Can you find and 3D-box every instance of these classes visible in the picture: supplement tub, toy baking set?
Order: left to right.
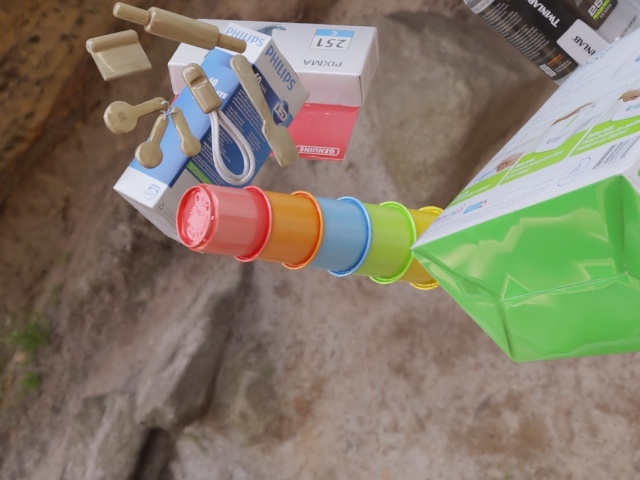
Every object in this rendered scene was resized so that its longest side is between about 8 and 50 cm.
[{"bbox_3d":[-0.143,-0.163,1.144,0.030,0.256,0.196,-24,64,54],"label":"toy baking set"},{"bbox_3d":[0.222,-0.246,1.008,0.117,0.190,0.117,-50,9,11],"label":"supplement tub"}]

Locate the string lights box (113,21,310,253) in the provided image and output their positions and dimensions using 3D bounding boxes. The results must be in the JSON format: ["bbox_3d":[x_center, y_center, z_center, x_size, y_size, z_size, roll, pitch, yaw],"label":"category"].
[{"bbox_3d":[-0.130,-0.128,1.278,0.077,0.133,0.259,25,76,32],"label":"string lights box"}]

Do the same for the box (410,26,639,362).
[{"bbox_3d":[0.217,-0.049,0.659,0.231,0.127,0.262,-45,7,-21],"label":"box"}]

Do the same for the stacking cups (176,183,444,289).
[{"bbox_3d":[0.000,0.000,1.032,0.096,0.316,0.096,-6,82,51],"label":"stacking cups"}]

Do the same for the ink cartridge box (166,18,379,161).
[{"bbox_3d":[-0.081,-0.230,1.493,0.261,0.296,0.066,-72,-18,-45],"label":"ink cartridge box"}]
